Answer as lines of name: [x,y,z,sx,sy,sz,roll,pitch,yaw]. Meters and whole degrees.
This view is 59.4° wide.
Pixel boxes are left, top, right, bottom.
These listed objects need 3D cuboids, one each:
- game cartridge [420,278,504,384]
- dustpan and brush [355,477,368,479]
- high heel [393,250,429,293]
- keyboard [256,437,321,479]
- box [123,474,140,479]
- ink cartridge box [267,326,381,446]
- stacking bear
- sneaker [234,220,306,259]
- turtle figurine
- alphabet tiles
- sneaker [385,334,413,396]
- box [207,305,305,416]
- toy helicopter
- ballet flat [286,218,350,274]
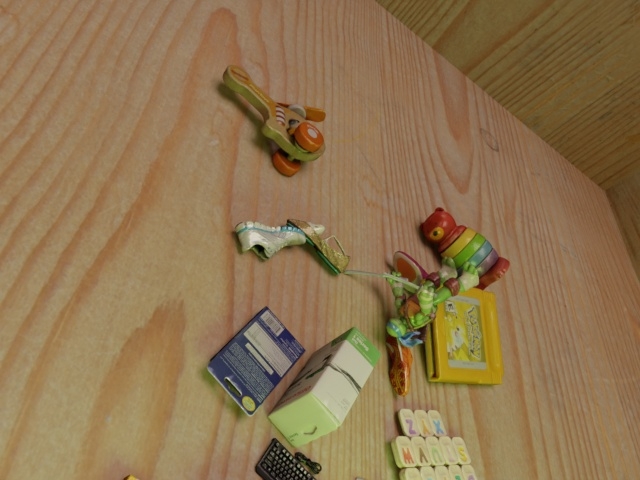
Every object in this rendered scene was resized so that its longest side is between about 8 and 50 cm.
game cartridge: [0.419,0.269,1.630,0.323,0.052,0.286,13,67,-37]
dustpan and brush: [0.144,0.601,1.149,0.147,0.060,0.211,27,45,-28]
high heel: [0.310,0.115,1.675,0.244,0.082,0.117,49,37,-2]
keyboard: [-0.039,0.468,1.106,0.180,0.023,0.108,48,39,-6]
box: [-0.273,0.446,0.892,0.136,0.028,0.081,39,40,-12]
ink cartridge box: [0.011,0.303,1.173,0.092,0.160,0.219,48,38,-2]
stacking bear: [0.456,0.022,1.840,0.289,0.175,0.164,45,36,4]
sneaker: [-0.117,0.009,1.363,0.190,0.071,0.083,4,65,-33]
turtle figurine: [0.254,0.107,1.448,0.266,0.198,0.275,-29,77,-20]
alphabet tiles: [0.280,0.539,1.341,0.284,0.021,0.278,18,46,-41]
sneaker: [0.214,0.315,1.437,0.067,0.064,0.175,24,46,-25]
box: [-0.135,0.250,1.170,0.136,0.036,0.225,49,37,-2]
toy helicopter: [-0.124,-0.368,1.593,0.355,0.140,0.235,42,37,-7]
ballet flat: [0.000,0.000,1.466,0.206,0.073,0.067,45,82,-17]
